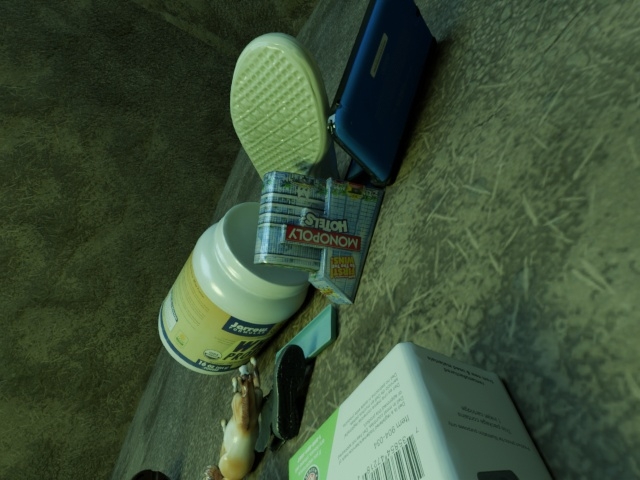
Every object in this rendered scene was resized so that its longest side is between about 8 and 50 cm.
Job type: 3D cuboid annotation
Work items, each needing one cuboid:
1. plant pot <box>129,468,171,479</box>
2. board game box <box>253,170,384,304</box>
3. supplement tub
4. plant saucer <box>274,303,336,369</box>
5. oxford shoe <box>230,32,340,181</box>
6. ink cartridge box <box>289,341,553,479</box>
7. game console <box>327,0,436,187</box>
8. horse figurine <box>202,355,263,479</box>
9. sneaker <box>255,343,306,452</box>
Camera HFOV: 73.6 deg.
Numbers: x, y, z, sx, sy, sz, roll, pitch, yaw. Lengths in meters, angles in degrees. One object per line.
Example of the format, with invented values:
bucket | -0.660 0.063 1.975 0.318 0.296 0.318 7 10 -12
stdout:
plant pot | -0.446 0.663 1.035 0.165 0.167 0.167 -54 23 11
board game box | 0.000 0.000 0.676 0.060 0.194 0.194 161 115 -63
supplement tub | -0.164 0.099 0.845 0.316 0.228 0.228 -50 26 36
plant saucer | -0.028 0.183 0.729 0.192 0.018 0.067 -50 27 38
oxford shoe | -0.041 -0.178 0.751 0.449 0.169 0.130 78 -144 -64
ink cartridge box | 0.073 0.244 0.288 0.198 0.115 0.273 -55 23 27
game console | 0.073 -0.244 0.743 0.173 0.250 0.293 7 73 40
horse figurine | -0.144 0.327 0.748 0.174 0.066 0.263 -152 76 -74
sneaker | -0.068 0.255 0.690 0.089 0.051 0.170 -26 57 59
